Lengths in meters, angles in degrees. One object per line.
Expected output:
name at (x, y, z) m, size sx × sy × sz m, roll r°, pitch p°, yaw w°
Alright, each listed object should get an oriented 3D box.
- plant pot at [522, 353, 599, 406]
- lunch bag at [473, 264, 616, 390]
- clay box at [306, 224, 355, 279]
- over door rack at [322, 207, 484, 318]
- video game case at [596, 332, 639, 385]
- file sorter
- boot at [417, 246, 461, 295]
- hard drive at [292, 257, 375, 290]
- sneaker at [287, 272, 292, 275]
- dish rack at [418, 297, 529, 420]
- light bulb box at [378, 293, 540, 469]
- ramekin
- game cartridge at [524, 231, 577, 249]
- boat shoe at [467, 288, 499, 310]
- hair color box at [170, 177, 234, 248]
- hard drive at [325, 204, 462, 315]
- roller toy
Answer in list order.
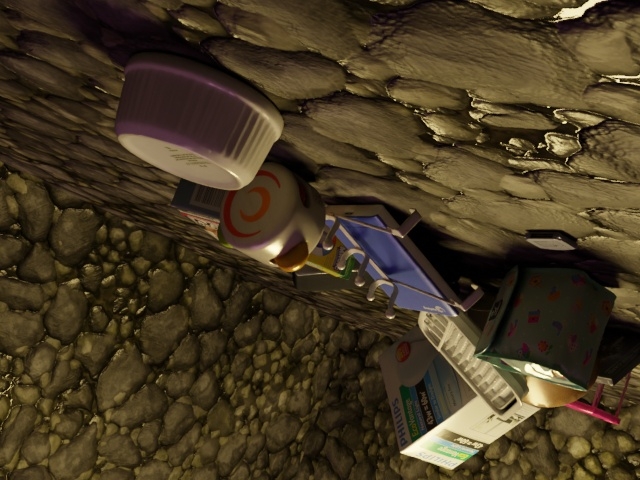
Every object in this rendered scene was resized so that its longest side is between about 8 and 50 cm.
plant pot at (0.535, 0.238, 1.760) m, size 0.237 × 0.237 × 0.254 m, roll 10°, pitch 144°, yaw 42°
lunch bag at (0.453, 0.174, 1.525) m, size 0.160 × 0.223 × 0.262 m, roll 31°, pitch 166°, yaw -31°
clay box at (0.000, 0.000, 1.716) m, size 0.222 × 0.127 × 0.053 m, roll 22°, pitch 168°, yaw -20°
over door rack at (0.129, 0.051, 1.454) m, size 0.239 × 0.108 × 0.324 m, roll 47°, pitch 157°, yaw -25°
video game case at (0.709, 0.301, 1.894) m, size 0.274 × 0.196 × 0.026 m, roll 3°, pitch 117°, yaw 58°
file sorter at (0.751, 0.406, 2.167) m, size 0.291 × 0.182 × 0.202 m, roll 13°, pitch 169°, yaw 46°
boot at (0.283, 0.091, 1.754) m, size 0.246 × 0.094 × 0.207 m, roll 30°, pitch 170°, yaw -19°
hard drive at (0.050, 0.085, 1.943) m, size 0.255 × 0.054 × 0.172 m, roll -4°, pitch 157°, yaw -3°
sneaker at (-0.021, 0.049, 2.023) m, size 0.108 × 0.121 × 0.302 m, roll 22°, pitch 169°, yaw -13°
dish rack at (0.380, 0.277, 1.766) m, size 0.333 × 0.072 × 0.285 m, roll 50°, pitch 167°, yaw 20°
light bulb box at (0.392, 0.415, 2.121) m, size 0.225 × 0.358 × 0.361 m, roll 26°, pitch 123°, yaw -30°
ramekin at (-0.205, -0.181, 1.163) m, size 0.273 × 0.127 × 0.273 m, roll 19°, pitch 169°, yaw 4°
game cartridge at (0.413, 0.001, 1.285) m, size 0.056 × 0.017 × 0.083 m, roll 29°, pitch 166°, yaw -28°
boat shoe at (0.473, 0.158, 1.886) m, size 0.178 × 0.064 × 0.060 m, roll 11°, pitch -158°, yaw 5°
hair color box at (-0.209, -0.059, 1.834) m, size 0.185 × 0.113 × 0.374 m, roll 16°, pitch 170°, yaw 18°
hard drive at (0.157, 0.044, 1.602) m, size 0.318 × 0.040 × 0.210 m, roll 48°, pitch 157°, yaw -25°
roller toy at (-0.091, -0.048, 1.454) m, size 0.209 × 0.191 × 0.146 m, roll 18°, pitch 171°, yaw 39°
